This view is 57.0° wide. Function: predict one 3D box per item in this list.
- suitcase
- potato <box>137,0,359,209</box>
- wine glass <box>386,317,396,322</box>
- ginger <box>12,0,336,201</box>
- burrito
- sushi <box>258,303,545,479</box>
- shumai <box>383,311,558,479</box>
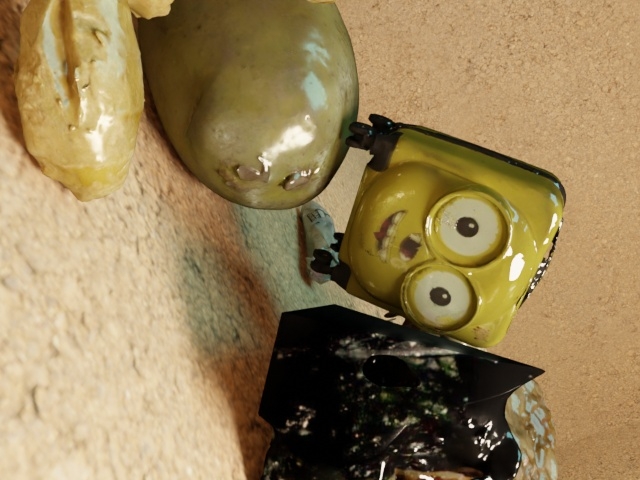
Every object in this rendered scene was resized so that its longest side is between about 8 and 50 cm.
[{"bbox_3d":[0.122,-0.009,0.617,0.143,0.234,0.194,-40,150,-63],"label":"suitcase"},{"bbox_3d":[-0.072,-0.188,0.657,0.326,0.221,0.243,70,16,13],"label":"potato"},{"bbox_3d":[0.153,0.205,1.228,0.039,0.042,0.083,-19,87,-38],"label":"wine glass"},{"bbox_3d":[-0.137,-0.266,0.414,0.122,0.363,0.348,25,-28,56],"label":"ginger"},{"bbox_3d":[0.000,-0.001,0.955,0.064,0.064,0.203,57,14,-31],"label":"burrito"},{"bbox_3d":[0.060,0.186,0.556,0.227,0.215,0.212,68,36,-79],"label":"sushi"},{"bbox_3d":[0.174,0.196,0.740,0.314,0.267,0.262,-97,179,-56],"label":"shumai"}]
